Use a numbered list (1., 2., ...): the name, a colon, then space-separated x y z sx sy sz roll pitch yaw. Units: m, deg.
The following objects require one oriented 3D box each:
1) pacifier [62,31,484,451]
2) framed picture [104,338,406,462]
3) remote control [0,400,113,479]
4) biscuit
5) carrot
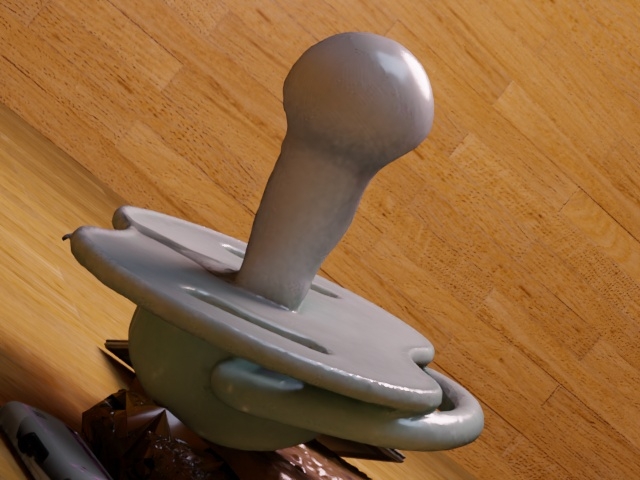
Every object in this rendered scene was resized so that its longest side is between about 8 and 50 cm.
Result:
1. pacifier: 0.000 0.000 1.003 0.288 0.269 0.343 25 9 -3
2. framed picture: -0.058 0.130 1.277 0.173 0.010 0.231 41 -25 -30
3. remote control: -0.118 0.139 0.838 0.065 0.029 0.166 38 2 -41
4. biscuit: -0.023 0.183 1.121 0.296 0.075 0.296 35 1 -1
5. carrot: -0.056 0.169 0.876 0.229 0.069 0.069 42 2 32
